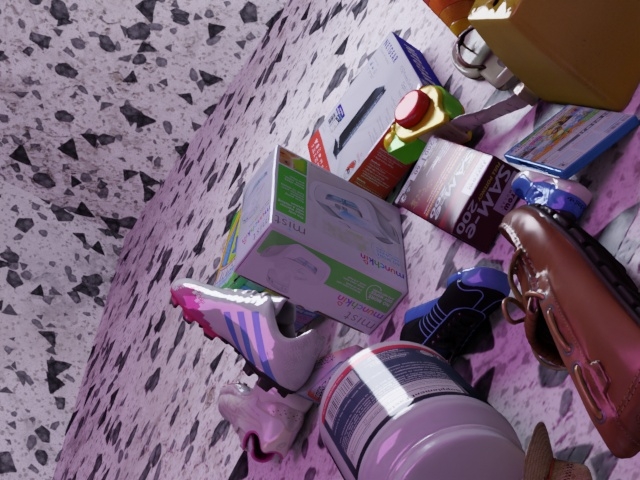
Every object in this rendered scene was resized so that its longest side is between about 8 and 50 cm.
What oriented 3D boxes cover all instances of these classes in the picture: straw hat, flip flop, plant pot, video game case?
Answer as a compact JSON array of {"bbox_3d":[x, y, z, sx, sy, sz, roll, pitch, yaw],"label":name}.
[{"bbox_3d":[0.244,0.253,0.965,0.061,0.144,0.144,1,58,24],"label":"straw hat"},{"bbox_3d":[0.270,-0.316,1.604,0.112,0.080,0.277,-58,17,15],"label":"flip flop"},{"bbox_3d":[0.329,-0.316,1.297,0.212,0.187,0.212,-62,19,3],"label":"plant pot"},{"bbox_3d":[0.323,-0.131,1.263,0.119,0.015,0.166,-38,19,-5],"label":"video game case"}]

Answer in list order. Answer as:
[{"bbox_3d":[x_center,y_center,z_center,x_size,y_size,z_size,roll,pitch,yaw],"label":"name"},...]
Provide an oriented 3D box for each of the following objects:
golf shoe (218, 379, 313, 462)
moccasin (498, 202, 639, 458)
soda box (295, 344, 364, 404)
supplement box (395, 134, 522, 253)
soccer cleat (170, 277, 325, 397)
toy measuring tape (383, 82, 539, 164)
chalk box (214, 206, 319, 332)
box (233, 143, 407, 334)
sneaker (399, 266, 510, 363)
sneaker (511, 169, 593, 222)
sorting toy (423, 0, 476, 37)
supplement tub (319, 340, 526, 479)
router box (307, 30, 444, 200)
[{"bbox_3d":[-0.123,0.329,1.755,0.306,0.115,0.140,-25,45,62],"label":"golf shoe"},{"bbox_3d":[0.272,0.083,1.038,0.147,0.139,0.380,-48,32,16],"label":"moccasin"},{"bbox_3d":[0.029,0.222,1.575,0.183,0.058,0.063,-31,37,58],"label":"soda box"},{"bbox_3d":[0.209,-0.076,1.472,0.130,0.073,0.239,-62,20,4],"label":"supplement box"},{"bbox_3d":[-0.122,0.133,1.672,0.331,0.116,0.143,36,91,34],"label":"soccer cleat"},{"bbox_3d":[0.222,-0.218,1.584,0.330,0.121,0.121,-22,44,49],"label":"toy measuring tape"},{"bbox_3d":[-0.083,0.061,1.838,0.179,0.180,0.289,-41,30,48],"label":"chalk box"},{"bbox_3d":[0.000,0.000,1.627,0.127,0.262,0.231,-51,22,31],"label":"box"},{"bbox_3d":[0.179,0.115,1.306,0.232,0.081,0.090,133,153,-56],"label":"sneaker"},{"bbox_3d":[0.281,-0.040,1.259,0.084,0.058,0.152,-56,25,-5],"label":"sneaker"},{"bbox_3d":[0.321,-0.465,1.692,0.365,0.127,0.126,-34,64,51],"label":"sorting toy"},{"bbox_3d":[0.117,0.244,1.117,0.191,0.191,0.272,-61,19,6],"label":"supplement tub"},{"bbox_3d":[0.105,-0.218,1.877,0.301,0.082,0.335,-52,22,19],"label":"router box"}]
